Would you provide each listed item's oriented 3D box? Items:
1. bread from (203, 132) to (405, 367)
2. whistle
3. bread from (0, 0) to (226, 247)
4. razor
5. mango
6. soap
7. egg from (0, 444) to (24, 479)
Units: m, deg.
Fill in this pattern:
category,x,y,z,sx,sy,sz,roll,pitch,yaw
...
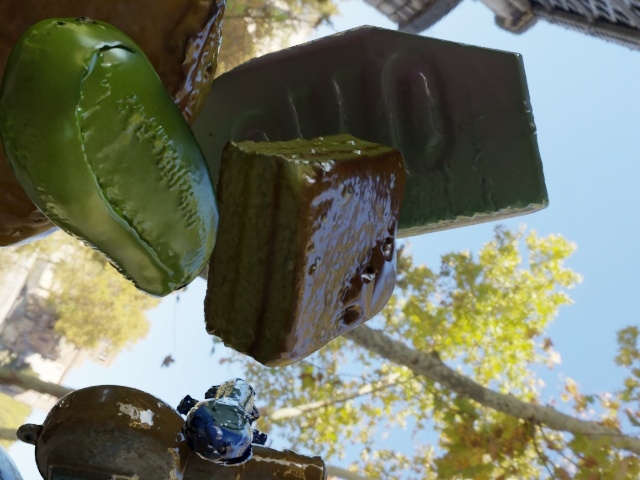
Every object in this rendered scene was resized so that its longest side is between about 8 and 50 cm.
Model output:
category,x,y,z,sx,sy,sz,roll,pitch,yaw
bread,0.000,0.000,0.612,0.234,0.111,0.184,-22,125,-61
whistle,-0.104,0.159,0.465,0.057,0.220,0.107,-90,-165,-54
bread,-0.252,-0.188,0.519,0.398,0.398,0.215,-56,-172,8
razor,-0.070,0.129,0.495,0.324,0.093,0.056,118,-3,-74
mango,-0.109,-0.037,0.346,0.074,0.165,0.091,24,-128,37
soap,0.036,-0.122,0.834,0.447,0.261,0.156,-10,-175,17
egg,-0.520,0.406,0.776,0.345,0.345,0.427,-48,-123,30
